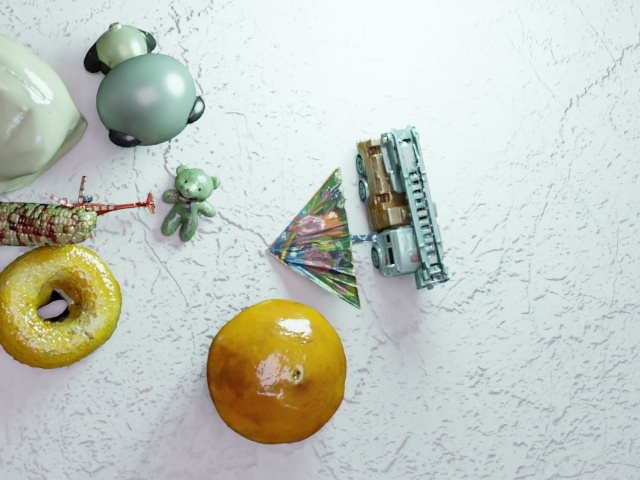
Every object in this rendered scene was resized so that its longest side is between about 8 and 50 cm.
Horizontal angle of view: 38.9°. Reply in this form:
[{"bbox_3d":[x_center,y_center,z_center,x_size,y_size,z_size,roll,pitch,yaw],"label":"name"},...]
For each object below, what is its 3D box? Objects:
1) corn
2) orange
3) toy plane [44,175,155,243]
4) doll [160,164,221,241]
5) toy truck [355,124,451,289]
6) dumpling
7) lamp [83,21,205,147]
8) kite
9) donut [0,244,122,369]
[{"bbox_3d":[-0.534,-0.029,1.682,0.253,0.086,0.086,2,85,12],"label":"corn"},{"bbox_3d":[-0.081,0.254,1.764,0.284,0.226,0.284,0,90,-21],"label":"orange"},{"bbox_3d":[-0.429,-0.070,1.764,0.194,0.077,0.126,-28,95,-17],"label":"toy plane"},{"bbox_3d":[-0.264,-0.073,1.815,0.115,0.077,0.150,18,93,-3],"label":"doll"},{"bbox_3d":[0.177,-0.060,1.874,0.133,0.184,0.338,-10,89,-15],"label":"toy truck"},{"bbox_3d":[-0.624,-0.224,1.628,0.315,0.233,0.395,-54,134,-6],"label":"dumpling"},{"bbox_3d":[-0.349,-0.298,1.756,0.197,0.198,0.244,-25,70,-16],"label":"lamp"},{"bbox_3d":[0.000,0.000,1.881,0.234,0.016,0.321,-9,69,4],"label":"kite"},{"bbox_3d":[-0.499,0.119,1.718,0.253,0.118,0.253,7,74,-26],"label":"donut"}]
